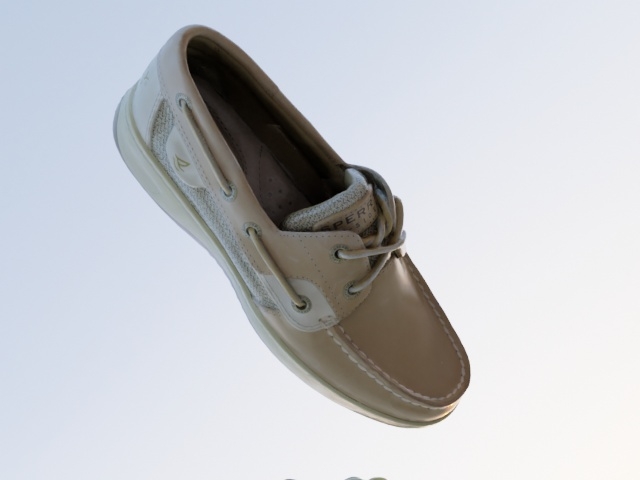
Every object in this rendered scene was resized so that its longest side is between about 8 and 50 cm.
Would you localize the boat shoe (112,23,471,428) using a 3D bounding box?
[{"bbox_3d":[0.000,0.000,0.458,0.302,0.098,0.109,49,-129,-8],"label":"boat shoe"}]

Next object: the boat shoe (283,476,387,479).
[{"bbox_3d":[0.029,0.287,0.742,0.109,0.305,0.091,13,-114,-26],"label":"boat shoe"}]
